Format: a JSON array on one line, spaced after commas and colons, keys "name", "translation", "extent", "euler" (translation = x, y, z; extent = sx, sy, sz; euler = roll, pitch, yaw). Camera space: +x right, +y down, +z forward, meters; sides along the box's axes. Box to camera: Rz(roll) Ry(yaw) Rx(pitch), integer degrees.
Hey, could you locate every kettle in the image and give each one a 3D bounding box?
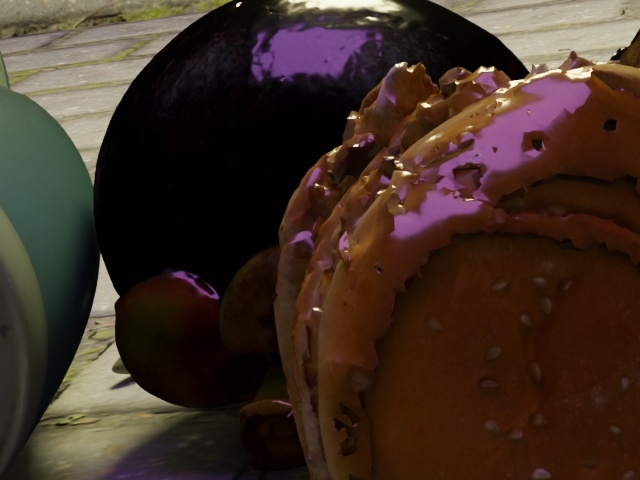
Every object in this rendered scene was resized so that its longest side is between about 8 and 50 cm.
[{"name": "kettle", "translation": [-0.246, -0.031, 1.099], "extent": [0.247, 0.320, 0.342], "euler": [-3, 17, 10]}]

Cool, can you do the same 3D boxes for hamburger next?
[{"name": "hamburger", "translation": [0.092, 0.057, 0.785], "extent": [0.245, 0.260, 0.211], "euler": [32, -10, -9]}]

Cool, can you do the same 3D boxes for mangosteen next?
[{"name": "mangosteen", "translation": [0.000, 0.000, 1.061], "extent": [0.275, 0.275, 0.302], "euler": [-5, 48, 19]}]

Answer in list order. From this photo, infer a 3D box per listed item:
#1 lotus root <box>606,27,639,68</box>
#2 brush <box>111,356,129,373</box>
[{"name": "lotus root", "translation": [0.282, -0.063, 1.175], "extent": [0.196, 0.179, 0.397], "euler": [-29, 18, 1]}, {"name": "brush", "translation": [-0.026, 0.033, 1.304], "extent": [0.299, 0.039, 0.042], "euler": [-22, -24, -38]}]
